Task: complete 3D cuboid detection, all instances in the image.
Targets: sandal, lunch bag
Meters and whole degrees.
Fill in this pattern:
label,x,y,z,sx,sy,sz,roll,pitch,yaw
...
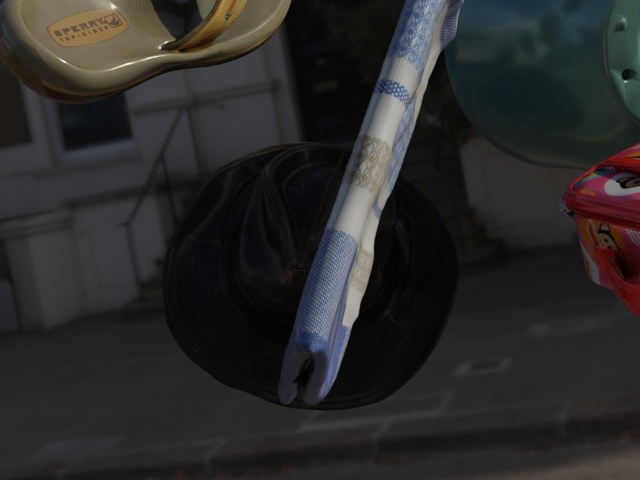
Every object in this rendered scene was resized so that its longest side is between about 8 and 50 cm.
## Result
label,x,y,z,sx,sy,sz,roll,pitch,yaw
sandal,-0.065,-0.111,0.528,0.180,0.072,0.049,-35,-14,-49
lunch bag,0.334,-0.013,0.940,0.258,0.120,0.293,-25,18,-19

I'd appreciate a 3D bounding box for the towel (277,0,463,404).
label,x,y,z,sx,sy,sz,roll,pitch,yaw
towel,0.037,-0.051,0.679,0.034,0.285,0.209,19,-16,3

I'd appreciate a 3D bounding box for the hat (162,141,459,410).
label,x,y,z,sx,sy,sz,roll,pitch,yaw
hat,0.000,0.000,1.214,0.331,0.331,0.134,-12,-30,-17

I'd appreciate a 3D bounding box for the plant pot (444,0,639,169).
label,x,y,z,sx,sy,sz,roll,pitch,yaw
plant pot,0.301,-0.202,1.189,0.293,0.293,0.235,-12,14,-15
